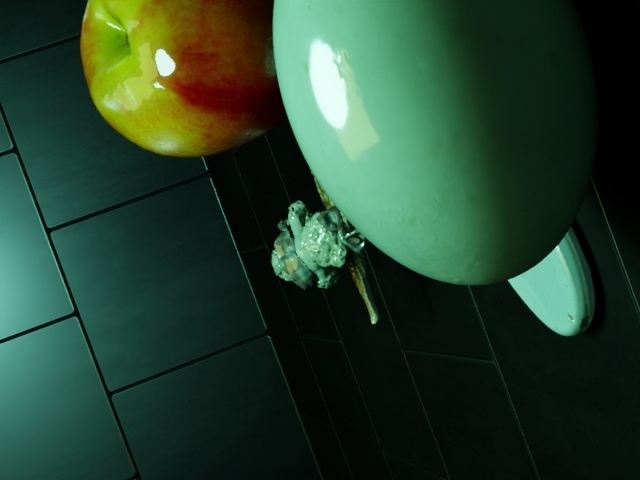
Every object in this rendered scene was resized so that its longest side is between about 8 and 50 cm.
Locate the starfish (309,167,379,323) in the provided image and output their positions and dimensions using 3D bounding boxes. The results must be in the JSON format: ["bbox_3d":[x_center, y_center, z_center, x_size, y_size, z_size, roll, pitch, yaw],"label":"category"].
[{"bbox_3d":[0.046,-0.118,1.864,0.398,0.132,0.384,-120,10,-52],"label":"starfish"}]

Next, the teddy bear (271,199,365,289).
[{"bbox_3d":[-0.018,0.010,1.791,0.133,0.111,0.213,61,164,0],"label":"teddy bear"}]

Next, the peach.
[{"bbox_3d":[-0.183,-0.313,1.972,0.388,0.388,0.388,159,90,-78],"label":"peach"}]

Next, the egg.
[{"bbox_3d":[0.104,-0.147,1.131,0.276,0.276,0.389,166,85,-78],"label":"egg"}]

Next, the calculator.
[{"bbox_3d":[0.219,-0.022,1.399,0.184,0.042,0.295,87,158,-55],"label":"calculator"}]
